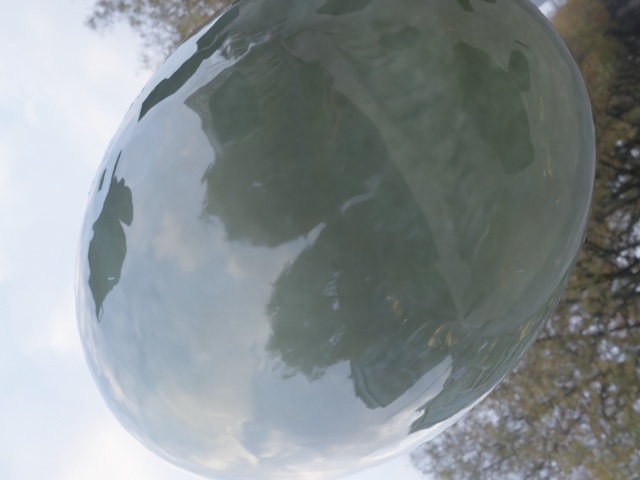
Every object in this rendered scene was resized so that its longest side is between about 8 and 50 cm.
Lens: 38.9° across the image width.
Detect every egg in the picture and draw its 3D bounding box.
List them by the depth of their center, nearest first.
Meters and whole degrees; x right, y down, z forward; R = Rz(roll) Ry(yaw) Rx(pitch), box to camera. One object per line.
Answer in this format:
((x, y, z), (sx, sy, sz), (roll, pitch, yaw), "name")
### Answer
((0.000, 0.000, 0.518), (0.258, 0.352, 0.258), (29, -146, -22), "egg")
